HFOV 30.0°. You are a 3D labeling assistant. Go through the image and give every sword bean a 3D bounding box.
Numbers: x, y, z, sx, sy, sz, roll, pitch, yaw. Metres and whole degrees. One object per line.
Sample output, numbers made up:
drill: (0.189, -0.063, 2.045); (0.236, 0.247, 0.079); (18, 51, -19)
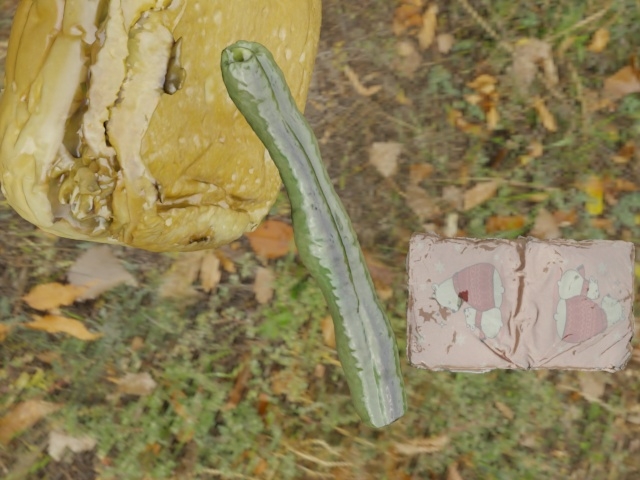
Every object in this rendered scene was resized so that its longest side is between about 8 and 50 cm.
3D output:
sword bean: (0.000, -0.001, 0.739); (0.043, 0.038, 0.269); (-38, 119, -31)

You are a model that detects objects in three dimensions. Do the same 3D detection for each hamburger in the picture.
hamburger: (-0.105, -0.137, 0.812); (0.158, 0.318, 0.319); (11, 87, 15)

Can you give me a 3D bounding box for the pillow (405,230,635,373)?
pillow: (0.195, 0.062, 1.161); (0.248, 0.049, 0.135); (1, 82, -16)
